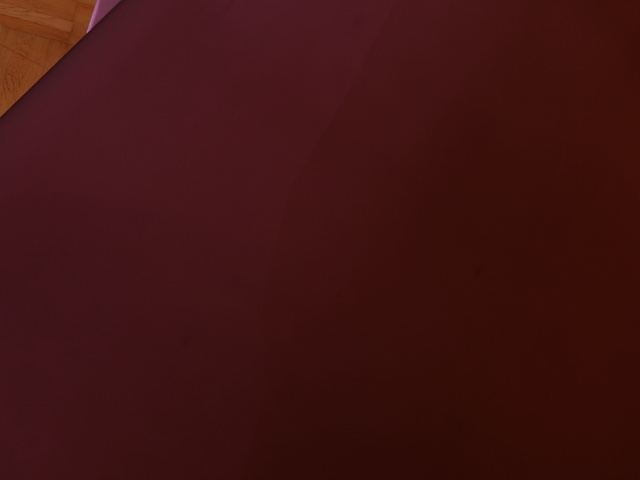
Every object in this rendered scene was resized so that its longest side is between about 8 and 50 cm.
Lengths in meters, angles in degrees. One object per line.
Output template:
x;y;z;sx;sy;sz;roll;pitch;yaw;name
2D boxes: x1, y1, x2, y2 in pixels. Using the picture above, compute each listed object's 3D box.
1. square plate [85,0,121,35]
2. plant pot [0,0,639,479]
0.001;-0.108;0.768;0.344;0.049;0.347;28;100;49;square plate
-0.004;0.057;0.468;0.280;0.323;0.323;-60;8;-10;plant pot
